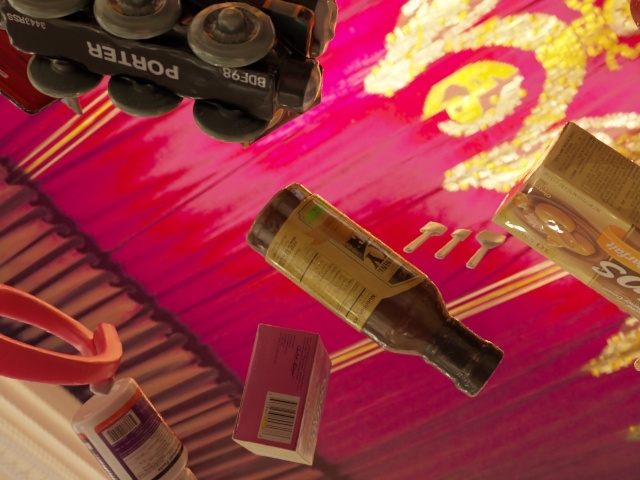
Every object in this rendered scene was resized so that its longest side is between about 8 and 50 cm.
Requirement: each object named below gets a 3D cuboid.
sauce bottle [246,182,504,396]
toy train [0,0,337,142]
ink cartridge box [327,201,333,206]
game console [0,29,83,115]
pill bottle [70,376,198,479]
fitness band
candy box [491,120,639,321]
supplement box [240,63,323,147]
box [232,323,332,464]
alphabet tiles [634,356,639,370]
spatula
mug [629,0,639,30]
[{"bbox_3d":[0.070,0.064,1.003,0.344,0.111,0.111,37,-150,7],"label":"sauce bottle"},{"bbox_3d":[-0.148,-0.219,0.770,0.334,0.142,0.190,16,-125,7],"label":"toy train"},{"bbox_3d":[0.000,0.000,1.736,0.109,0.150,0.063,39,-134,-2],"label":"ink cartridge box"},{"bbox_3d":[-0.383,-0.202,1.004,0.144,0.085,0.124,38,-137,2],"label":"game console"},{"bbox_3d":[-0.260,0.303,1.149,0.193,0.108,0.108,57,-150,-13],"label":"pill bottle"},{"bbox_3d":[-0.358,0.119,0.997,0.209,0.054,0.291,21,-179,-21],"label":"fitness band"},{"bbox_3d":[0.399,0.001,1.032,0.316,0.183,0.087,34,-111,4],"label":"candy box"},{"bbox_3d":[-0.092,-0.270,1.487,0.188,0.104,0.081,-34,-116,-21],"label":"supplement box"},{"bbox_3d":[-0.064,0.298,1.512,0.243,0.117,0.213,76,-155,-68],"label":"box"},{"bbox_3d":[0.706,0.202,1.381,0.284,0.278,0.021,-33,-71,-28],"label":"alphabet tiles"},{"bbox_3d":[0.264,0.003,1.563,0.242,0.168,0.019,-30,-48,-64],"label":"spatula"},{"bbox_3d":[0.431,-0.296,0.834,0.150,0.169,0.113,-13,-115,-14],"label":"mug"}]
